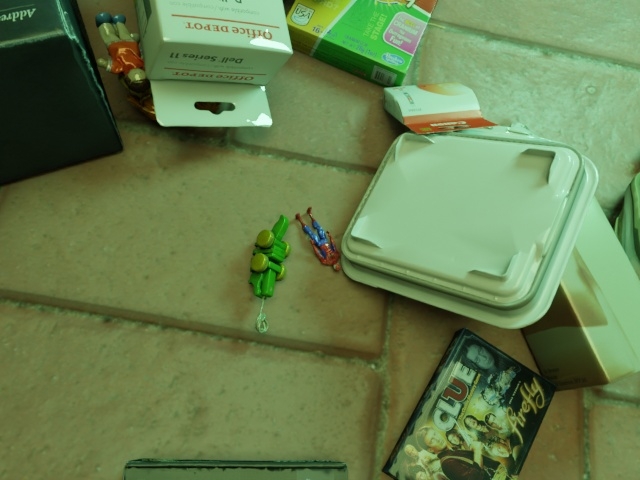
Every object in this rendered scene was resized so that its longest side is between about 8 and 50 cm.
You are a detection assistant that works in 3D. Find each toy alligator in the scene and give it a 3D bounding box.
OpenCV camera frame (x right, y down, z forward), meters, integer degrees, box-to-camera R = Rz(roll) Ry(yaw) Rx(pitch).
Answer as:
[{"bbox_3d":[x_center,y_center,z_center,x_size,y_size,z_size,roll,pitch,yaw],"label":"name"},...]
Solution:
[{"bbox_3d":[-0.089,0.049,0.813,0.051,0.056,0.190,-4,66,37],"label":"toy alligator"}]

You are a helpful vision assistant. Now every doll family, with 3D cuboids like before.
[{"bbox_3d":[-0.246,-0.285,0.890,0.262,0.118,0.163,-21,77,-33],"label":"doll family"}]

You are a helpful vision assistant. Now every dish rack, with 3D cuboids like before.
[{"bbox_3d":[0.194,-0.047,0.765,0.332,0.072,0.286,16,70,37],"label":"dish rack"}]

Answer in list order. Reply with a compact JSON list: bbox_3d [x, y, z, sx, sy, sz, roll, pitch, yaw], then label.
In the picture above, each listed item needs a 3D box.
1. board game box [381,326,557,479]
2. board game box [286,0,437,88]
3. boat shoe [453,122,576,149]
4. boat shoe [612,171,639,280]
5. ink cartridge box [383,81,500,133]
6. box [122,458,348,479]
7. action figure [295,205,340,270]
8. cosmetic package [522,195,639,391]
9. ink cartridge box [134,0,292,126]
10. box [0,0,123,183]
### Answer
[{"bbox_3d":[0.222,0.276,0.771,0.165,0.042,0.243,32,70,5],"label":"board game box"},{"bbox_3d":[0.099,-0.467,1.000,0.242,0.064,0.317,23,73,2],"label":"board game box"},{"bbox_3d":[0.343,-0.173,0.923,0.226,0.083,0.076,6,71,-4],"label":"boat shoe"},{"bbox_3d":[0.533,-0.015,0.867,0.113,0.103,0.302,34,44,10],"label":"boat shoe"},{"bbox_3d":[0.199,-0.229,0.892,0.145,0.179,0.045,-7,116,-9],"label":"ink cartridge box"},{"bbox_3d":[-0.112,0.435,0.662,0.293,0.073,0.296,4,69,-6],"label":"box"},{"bbox_3d":[0.000,0.000,0.852,0.038,0.030,0.115,-28,78,-19],"label":"action figure"},{"bbox_3d":[0.377,0.065,0.808,0.129,0.153,0.296,-15,72,-13],"label":"cosmetic package"},{"bbox_3d":[-0.170,-0.360,0.804,0.207,0.119,0.354,-7,81,-31],"label":"ink cartridge box"},{"bbox_3d":[-0.608,-0.329,0.752,0.479,0.297,0.472,-19,72,-13],"label":"box"}]
